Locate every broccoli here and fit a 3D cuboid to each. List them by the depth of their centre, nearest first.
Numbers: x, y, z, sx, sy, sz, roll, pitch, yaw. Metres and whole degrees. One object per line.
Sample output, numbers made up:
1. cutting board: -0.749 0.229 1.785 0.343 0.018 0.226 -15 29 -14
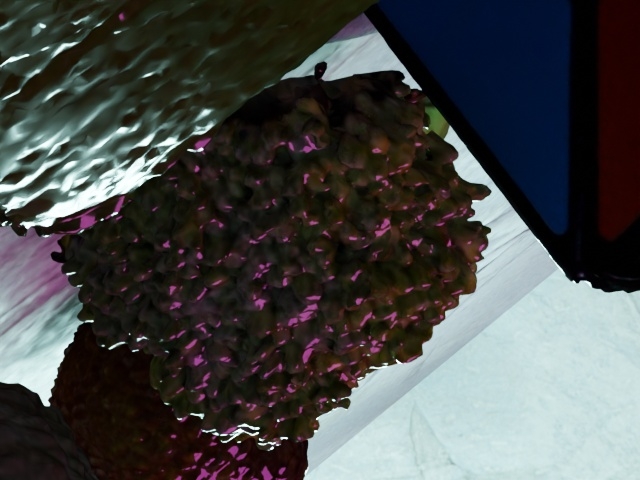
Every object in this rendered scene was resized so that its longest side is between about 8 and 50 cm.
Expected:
1. broccoli: -0.003 0.014 0.998 0.242 0.180 0.273 -24 170 40

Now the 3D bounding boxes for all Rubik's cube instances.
1. Rubik's cube: 0.199 -0.153 0.952 0.250 0.248 0.246 -23 161 -51

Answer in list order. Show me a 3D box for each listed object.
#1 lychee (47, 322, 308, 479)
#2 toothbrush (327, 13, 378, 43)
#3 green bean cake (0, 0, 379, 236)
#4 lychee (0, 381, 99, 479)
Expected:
1. lychee: -0.091 0.107 1.221 0.194 0.194 0.194 -37 168 -9
2. toothbrush: 0.065 -0.143 1.095 0.035 0.042 0.413 -46 164 31
3. green bean cake: -0.053 -0.134 0.474 0.250 0.156 0.247 -40 167 4
4. lychee: -0.215 0.204 1.002 0.274 0.255 0.255 -25 164 -22
